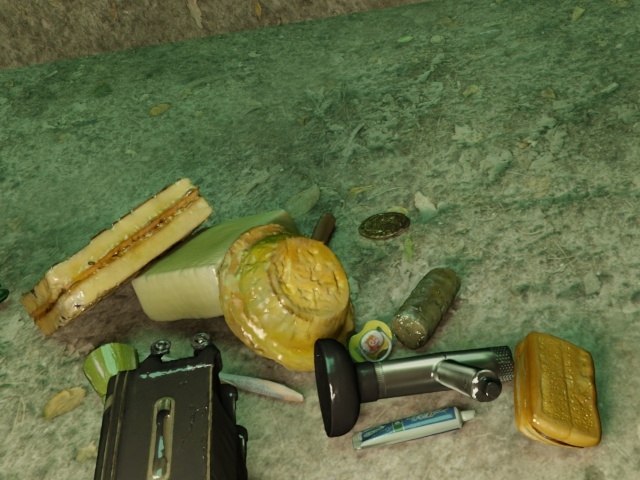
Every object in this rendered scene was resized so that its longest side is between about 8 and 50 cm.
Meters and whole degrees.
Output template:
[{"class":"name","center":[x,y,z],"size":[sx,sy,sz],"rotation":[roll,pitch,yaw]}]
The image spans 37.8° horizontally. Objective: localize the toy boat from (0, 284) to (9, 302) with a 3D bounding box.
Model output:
[{"class":"toy boat","center":[-0.766,0.154,2.004],"size":[0.104,0.052,0.210],"rotation":[13,38,32]}]

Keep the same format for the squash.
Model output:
[{"class":"squash","center":[-0.356,0.259,1.653],"size":[0.105,0.105,0.132],"rotation":[-20,45,-13]}]

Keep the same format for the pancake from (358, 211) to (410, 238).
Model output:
[{"class":"pancake","center":[0.137,-0.034,2.018],"size":[0.115,0.011,0.115],"rotation":[-9,31,6]}]

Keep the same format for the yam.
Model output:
[{"class":"yam","center":[0.190,0.118,1.682],"size":[0.078,0.078,0.179],"rotation":[7,36,29]}]

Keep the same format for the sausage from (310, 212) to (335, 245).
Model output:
[{"class":"sausage","center":[0.000,0.000,1.985],"size":[0.043,0.043,0.186],"rotation":[-4,31,14]}]

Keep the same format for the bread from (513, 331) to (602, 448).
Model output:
[{"class":"bread","center":[0.353,0.230,1.409],"size":[0.116,0.077,0.200],"rotation":[23,39,-9]}]

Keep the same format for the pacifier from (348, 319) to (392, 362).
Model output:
[{"class":"pacifier","center":[0.089,0.182,1.649],"size":[0.083,0.068,0.064],"rotation":[-44,3,-10]}]

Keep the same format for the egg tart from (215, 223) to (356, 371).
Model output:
[{"class":"egg tart","center":[-0.044,0.092,1.640],"size":[0.288,0.288,0.118],"rotation":[-44,4,-42]}]

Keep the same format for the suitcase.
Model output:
[{"class":"suitcase","center":[-0.193,0.347,1.246],"size":[0.194,0.283,0.434],"rotation":[-10,31,-2]}]

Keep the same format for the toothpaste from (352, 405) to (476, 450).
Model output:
[{"class":"toothpaste","center":[0.145,0.291,1.453],"size":[0.197,0.034,0.057],"rotation":[-13,14,2]}]

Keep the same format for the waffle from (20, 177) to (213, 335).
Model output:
[{"class":"waffle","center":[-0.411,0.028,1.893],"size":[0.376,0.114,0.261],"rotation":[-39,3,-31]}]

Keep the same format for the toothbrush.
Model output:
[{"class":"toothbrush","center":[-0.185,0.242,1.662],"size":[0.375,0.028,0.037],"rotation":[7,41,31]}]

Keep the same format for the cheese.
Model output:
[{"class":"cheese","center":[-0.198,0.051,1.821],"size":[0.265,0.124,0.242],"rotation":[-9,27,45]}]

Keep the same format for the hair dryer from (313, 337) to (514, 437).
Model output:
[{"class":"hair dryer","center":[0.147,0.192,1.414],"size":[0.320,0.284,0.155],"rotation":[-9,73,0]}]
